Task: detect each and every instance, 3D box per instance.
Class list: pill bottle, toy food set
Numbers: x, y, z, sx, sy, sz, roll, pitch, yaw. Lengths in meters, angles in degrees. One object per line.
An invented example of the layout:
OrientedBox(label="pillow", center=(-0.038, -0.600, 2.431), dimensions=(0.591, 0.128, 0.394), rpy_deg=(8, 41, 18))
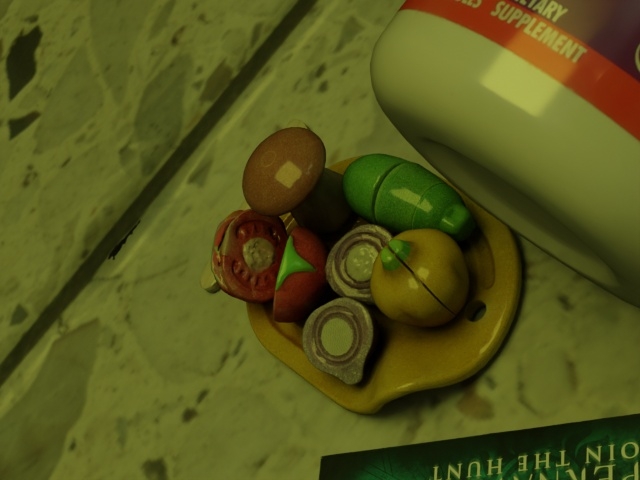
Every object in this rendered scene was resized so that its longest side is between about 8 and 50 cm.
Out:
OrientedBox(label="pill bottle", center=(0.178, -0.140, 0.562), dimensions=(0.323, 0.181, 0.181), rpy_deg=(-53, 44, -2))
OrientedBox(label="toy food set", center=(0.000, 0.000, 0.693), dimensions=(0.218, 0.071, 0.128), rpy_deg=(30, 84, 46))

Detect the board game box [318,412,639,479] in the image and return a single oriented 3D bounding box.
OrientedBox(label="board game box", center=(0.078, 0.126, 0.463), dimensions=(0.186, 0.026, 0.126), rpy_deg=(-14, 54, 30))
